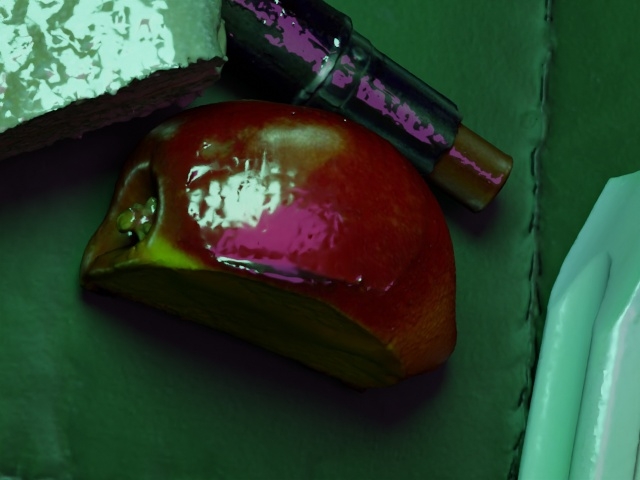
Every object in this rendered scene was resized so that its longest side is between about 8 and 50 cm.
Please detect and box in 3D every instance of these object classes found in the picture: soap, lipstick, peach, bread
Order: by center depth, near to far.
[{"bbox_3d":[-0.231,-0.126,1.108,0.337,0.102,0.183,-20,78,-12],"label":"bread"},{"bbox_3d":[0.000,-0.002,1.179,0.267,0.154,0.159,24,73,-18],"label":"peach"},{"bbox_3d":[0.005,-0.115,1.235,0.299,0.081,0.081,34,71,-14],"label":"lipstick"},{"bbox_3d":[0.260,0.126,1.293,0.208,0.115,0.347,16,77,-21],"label":"soap"}]
